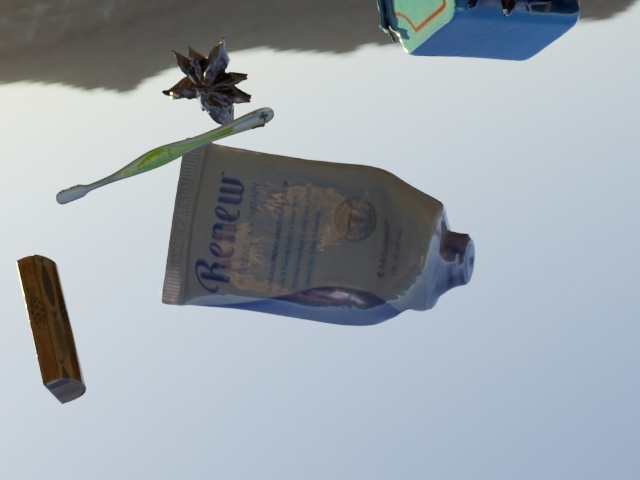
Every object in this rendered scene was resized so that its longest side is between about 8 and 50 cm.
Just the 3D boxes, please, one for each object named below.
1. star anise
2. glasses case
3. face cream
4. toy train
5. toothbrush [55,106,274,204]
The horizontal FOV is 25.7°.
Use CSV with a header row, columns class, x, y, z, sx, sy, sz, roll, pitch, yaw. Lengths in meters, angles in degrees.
class,x,y,z,sx,sy,sz,roll,pitch,yaw
star anise,-0.142,-0.213,1.816,0.124,0.129,0.056,32,-139,5
glasses case,-0.312,0.100,1.635,0.041,0.170,0.064,-20,151,2
face cream,0.000,0.000,1.906,0.420,0.234,0.137,8,180,11
toy train,0.159,-0.328,1.325,0.188,0.300,0.265,0,164,-27
toothbrush,-0.174,-0.095,1.572,0.263,0.022,0.026,-22,-160,-2
